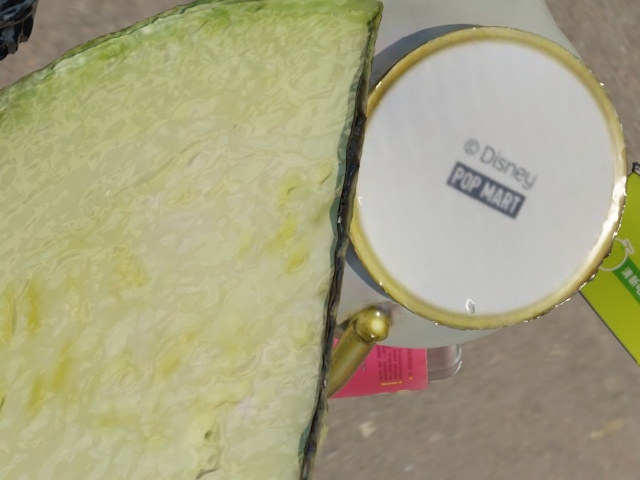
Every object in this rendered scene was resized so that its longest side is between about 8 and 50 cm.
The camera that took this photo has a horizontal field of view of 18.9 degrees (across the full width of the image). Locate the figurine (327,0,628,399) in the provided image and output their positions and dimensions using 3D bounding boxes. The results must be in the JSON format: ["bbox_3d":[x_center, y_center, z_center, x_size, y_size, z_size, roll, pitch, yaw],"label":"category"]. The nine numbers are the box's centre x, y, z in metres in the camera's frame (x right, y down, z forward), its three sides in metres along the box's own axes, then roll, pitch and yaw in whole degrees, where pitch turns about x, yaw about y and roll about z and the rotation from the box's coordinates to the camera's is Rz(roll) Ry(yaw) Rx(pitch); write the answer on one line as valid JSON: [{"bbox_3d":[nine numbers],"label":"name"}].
[{"bbox_3d":[0.016,-0.034,0.748,0.142,0.263,0.189,33,87,-18],"label":"figurine"}]

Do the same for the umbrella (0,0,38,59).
[{"bbox_3d":[-0.173,-0.212,1.146,0.128,0.154,0.336,53,135,27],"label":"umbrella"}]

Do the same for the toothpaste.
[{"bbox_3d":[0.240,0.070,1.145,0.077,0.327,0.110,-40,58,7],"label":"toothpaste"}]

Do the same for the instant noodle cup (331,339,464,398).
[{"bbox_3d":[0.000,0.000,1.205,0.182,0.302,0.258,0,56,5],"label":"instant noodle cup"}]

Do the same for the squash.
[{"bbox_3d":[-0.050,0.037,0.528,0.184,0.085,0.192,-8,59,35],"label":"squash"}]
